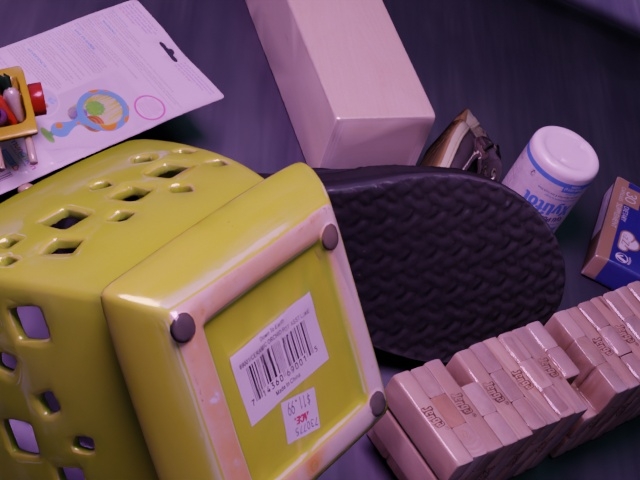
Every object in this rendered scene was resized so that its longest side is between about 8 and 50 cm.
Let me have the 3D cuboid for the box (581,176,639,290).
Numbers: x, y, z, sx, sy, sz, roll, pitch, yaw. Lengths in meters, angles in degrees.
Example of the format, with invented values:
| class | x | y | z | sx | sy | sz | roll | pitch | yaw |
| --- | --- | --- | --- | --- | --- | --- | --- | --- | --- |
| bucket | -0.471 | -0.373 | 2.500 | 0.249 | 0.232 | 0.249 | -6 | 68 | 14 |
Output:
| class | x | y | z | sx | sy | sz | roll | pitch | yaw |
| --- | --- | --- | --- | --- | --- | --- | --- | --- | --- |
| box | 0.375 | 0.036 | 1.431 | 0.225 | 0.036 | 0.136 | 29 | 42 | -2 |

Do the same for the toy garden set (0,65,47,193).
| class | x | y | z | sx | sy | sz | roll | pitch | yaw |
| --- | --- | --- | --- | --- | --- | --- | --- | --- | --- |
| toy garden set | -0.295 | -0.035 | 1.076 | 0.204 | 0.049 | 0.244 | -12 | 53 | -11 |

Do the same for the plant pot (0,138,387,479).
| class | x | y | z | sx | sy | sz | roll | pitch | yaw |
| --- | --- | --- | --- | --- | --- | --- | --- | --- | --- |
| plant pot | -0.096 | 0.072 | 0.943 | 0.207 | 0.227 | 0.228 | 2 | 27 | 40 |

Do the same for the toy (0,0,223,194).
| class | x | y | z | sx | sy | sz | roll | pitch | yaw |
| --- | --- | --- | --- | --- | --- | --- | --- | --- | --- |
| toy | -0.219 | -0.116 | 1.240 | 0.237 | 0.056 | 0.137 | -26 | 65 | -36 |

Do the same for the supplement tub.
| class | x | y | z | sx | sy | sz | roll | pitch | yaw |
| --- | --- | --- | --- | --- | --- | --- | --- | --- | --- |
| supplement tub | 0.211 | -0.050 | 1.370 | 0.071 | 0.107 | 0.071 | 15 | 44 | -15 |

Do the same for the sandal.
| class | x | y | z | sx | sy | sz | roll | pitch | yaw |
| --- | --- | --- | --- | --- | --- | --- | --- | --- | --- |
| sandal | -0.001 | -0.002 | 1.183 | 0.446 | 0.167 | 0.107 | 7 | 23 | -22 |

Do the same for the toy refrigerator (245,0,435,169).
| class | x | y | z | sx | sy | sz | roll | pitch | yaw |
| --- | --- | --- | --- | --- | --- | --- | --- | --- | --- |
| toy refrigerator | 0.011 | -0.182 | 1.405 | 0.102 | 0.094 | 0.269 | -4 | 50 | -22 |

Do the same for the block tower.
| class | x | y | z | sx | sy | sz | roll | pitch | yaw |
| --- | --- | --- | --- | --- | --- | --- | --- | --- | --- |
| block tower | 0.188 | 0.124 | 1.201 | 0.335 | 0.091 | 0.097 | -14 | 58 | -38 |

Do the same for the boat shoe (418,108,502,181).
| class | x | y | z | sx | sy | sz | roll | pitch | yaw |
| --- | --- | --- | --- | --- | --- | --- | --- | --- | --- |
| boat shoe | 0.134 | -0.066 | 1.337 | 0.073 | 0.080 | 0.223 | 37 | 20 | -1 |
